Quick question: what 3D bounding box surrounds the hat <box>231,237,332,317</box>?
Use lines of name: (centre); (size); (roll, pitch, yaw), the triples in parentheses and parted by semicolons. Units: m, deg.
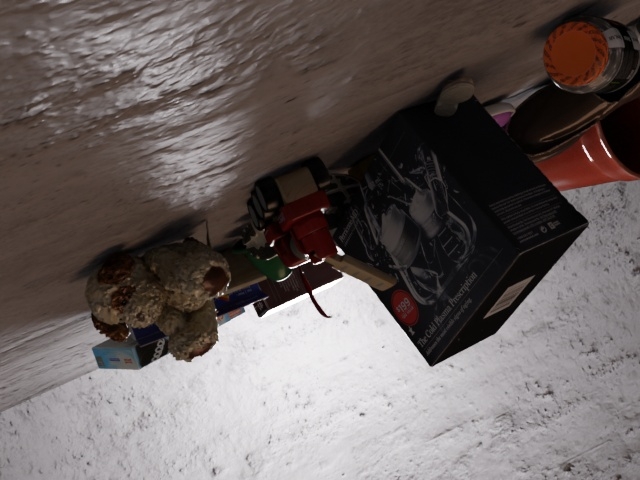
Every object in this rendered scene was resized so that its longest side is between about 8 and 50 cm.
hat: (-0.077, 0.070, 1.969); (0.173, 0.183, 0.208); (-19, -166, 13)

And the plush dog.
plush dog: (-0.299, 0.079, 1.642); (0.225, 0.210, 0.262); (-7, 139, -23)

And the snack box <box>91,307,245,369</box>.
snack box: (-0.356, 0.212, 2.214); (0.322, 0.060, 0.187); (-27, -167, -40)

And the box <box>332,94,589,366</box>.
box: (0.221, -0.017, 1.602); (0.179, 0.312, 0.343); (-20, 152, -34)

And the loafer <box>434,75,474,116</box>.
loafer: (0.206, -0.232, 1.452); (0.045, 0.039, 0.125); (10, 164, -9)

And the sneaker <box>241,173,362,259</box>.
sneaker: (-0.031, -0.064, 1.795); (0.279, 0.107, 0.118); (-24, -166, 27)

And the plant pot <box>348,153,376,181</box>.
plant pot: (0.102, -0.121, 1.795); (0.083, 0.081, 0.081); (-7, 165, -33)

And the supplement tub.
supplement tub: (0.411, -0.282, 1.424); (0.117, 0.117, 0.190); (-28, 174, 30)

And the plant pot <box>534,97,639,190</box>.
plant pot: (0.608, -0.234, 2.086); (0.272, 0.272, 0.265); (-21, -179, -33)

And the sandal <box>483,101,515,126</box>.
sandal: (0.220, -0.149, 1.896); (0.416, 0.102, 0.169); (-28, 174, 25)

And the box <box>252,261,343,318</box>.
box: (-0.082, 0.066, 2.260); (0.203, 0.167, 0.168); (-23, 174, -14)

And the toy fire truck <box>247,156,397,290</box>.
toy fire truck: (0.000, 0.000, 1.603); (0.158, 0.246, 0.217); (-23, 174, -13)

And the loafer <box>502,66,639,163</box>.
loafer: (0.508, -0.286, 1.833); (0.366, 0.134, 0.130); (-36, 168, 8)

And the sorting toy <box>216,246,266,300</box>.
sorting toy: (-0.216, 0.083, 2.049); (0.274, 0.132, 0.046); (-20, 131, -36)

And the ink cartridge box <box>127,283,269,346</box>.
ink cartridge box: (-0.301, 0.138, 2.144); (0.303, 0.072, 0.307); (-21, -173, -17)

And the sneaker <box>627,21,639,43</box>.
sneaker: (0.625, -0.385, 1.669); (0.166, 0.065, 0.076); (-23, 170, -34)

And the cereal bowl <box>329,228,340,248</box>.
cereal bowl: (0.174, -0.021, 2.086); (0.141, 0.339, 0.339); (-66, 165, 10)
